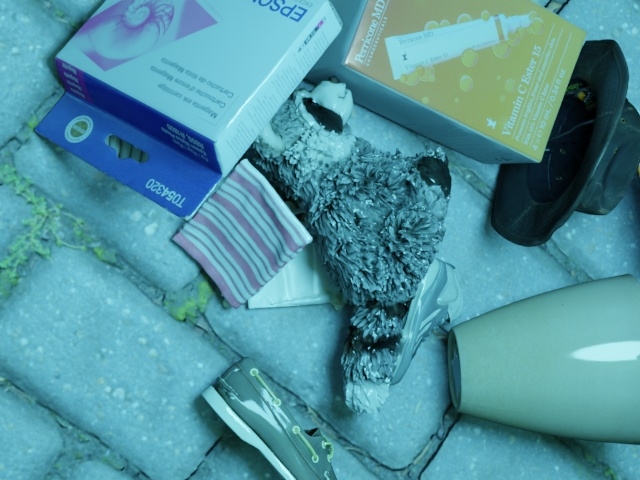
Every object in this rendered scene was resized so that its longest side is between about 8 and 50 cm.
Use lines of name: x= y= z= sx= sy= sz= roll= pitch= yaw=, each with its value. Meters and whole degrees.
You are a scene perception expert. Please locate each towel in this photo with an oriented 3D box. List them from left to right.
towel: x=-0.110 y=-0.004 z=1.617 sx=0.144 sy=0.197 sz=0.029 roll=49 pitch=41 yaw=2

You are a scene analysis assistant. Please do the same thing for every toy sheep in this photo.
toy sheep: x=-0.263 y=-0.144 z=1.624 sx=0.132 sy=0.091 sz=0.091 roll=-2 pitch=90 yaw=-18

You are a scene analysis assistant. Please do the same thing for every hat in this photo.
hat: x=0.388 y=-0.126 z=1.736 sx=0.134 sy=0.331 sz=0.331 roll=24 pitch=81 yaw=-20

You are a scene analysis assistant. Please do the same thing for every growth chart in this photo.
growth chart: x=-0.045 y=0.023 z=1.730 sx=0.237 sy=0.021 sz=0.172 roll=2 pitch=88 yaw=-19

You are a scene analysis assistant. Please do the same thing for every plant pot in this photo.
plant pot: x=0.335 y=0.187 z=1.761 sx=0.274 sy=0.256 sz=0.256 roll=-4 pitch=90 yaw=-3

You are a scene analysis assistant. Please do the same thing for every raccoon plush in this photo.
raccoon plush: x=0.000 y=0.000 z=1.636 sx=0.299 sy=0.216 sz=0.446 roll=13 pitch=79 yaw=-11

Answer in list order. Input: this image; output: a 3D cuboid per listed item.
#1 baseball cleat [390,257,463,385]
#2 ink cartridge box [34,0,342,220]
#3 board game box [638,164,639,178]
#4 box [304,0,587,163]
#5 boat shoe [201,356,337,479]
baseball cleat: x=0.158 y=0.128 z=1.773 sx=0.109 sy=0.072 sz=0.205 roll=20 pitch=86 yaw=-25
ink cartridge box: x=-0.191 y=-0.227 z=1.546 sx=0.330 sy=0.324 sz=0.071 roll=-52 pitch=146 yaw=-14
board game box: x=0.739 y=-0.044 z=1.766 sx=0.356 sy=0.356 sz=0.356 roll=-18 pitch=95 yaw=-48
box: x=0.179 y=-0.274 z=1.719 sx=0.345 sy=0.168 sz=0.215 roll=23 pitch=84 yaw=-22
boat shoe: x=-0.036 y=0.297 z=1.682 sx=0.091 sy=0.109 sz=0.305 roll=-45 pitch=99 yaw=-10
